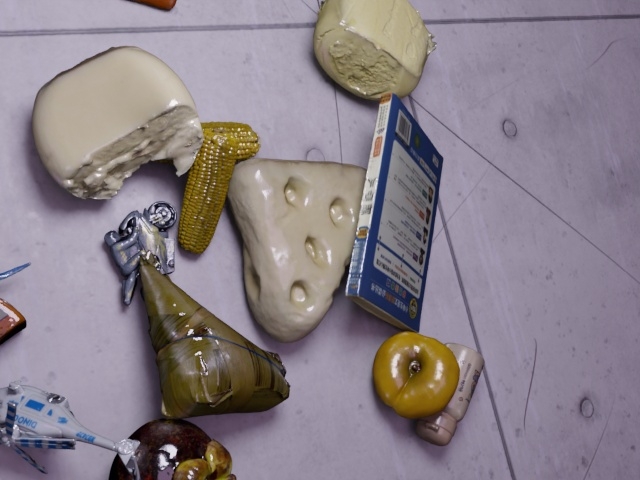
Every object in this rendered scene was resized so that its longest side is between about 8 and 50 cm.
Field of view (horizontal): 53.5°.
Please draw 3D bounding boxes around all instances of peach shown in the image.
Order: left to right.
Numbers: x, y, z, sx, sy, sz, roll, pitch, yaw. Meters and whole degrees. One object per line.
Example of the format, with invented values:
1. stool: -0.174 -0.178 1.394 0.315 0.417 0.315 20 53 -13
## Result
1. peach: 0.190 0.272 1.288 0.179 0.103 0.179 -6 61 12

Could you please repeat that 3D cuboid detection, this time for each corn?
1. corn: -0.220 -0.185 1.200 0.238 0.080 0.080 -7 83 -31
2. corn: -0.210 -0.090 1.151 0.080 0.080 0.231 12 104 -26

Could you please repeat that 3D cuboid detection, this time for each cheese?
1. cheese: -0.342 -0.194 1.068 0.266 0.127 0.233 -31 79 -7
2. cheese: 0.000 0.000 1.253 0.328 0.129 0.351 -13 90 -34

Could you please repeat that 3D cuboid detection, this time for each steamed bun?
1. steamed bun: 0.108 -0.433 1.381 0.272 0.166 0.232 27 56 -27

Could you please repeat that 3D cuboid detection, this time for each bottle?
1. bottle: 0.271 0.333 1.354 0.209 0.097 0.110 -62 152 -22

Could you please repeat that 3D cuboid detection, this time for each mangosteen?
1. mangosteen: -0.223 0.383 1.005 0.192 0.217 0.192 13 74 -54

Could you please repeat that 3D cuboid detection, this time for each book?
1. book: 0.167 -0.046 1.321 0.300 0.039 0.428 36 60 -52

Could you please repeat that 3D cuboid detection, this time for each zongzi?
1. zongzi: -0.188 0.165 1.122 0.260 0.123 0.289 15 48 -53

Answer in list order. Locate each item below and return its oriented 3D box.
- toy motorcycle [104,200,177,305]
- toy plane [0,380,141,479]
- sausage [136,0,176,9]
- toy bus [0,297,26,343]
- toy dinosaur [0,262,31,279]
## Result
1. toy motorcycle: -0.318 0.019 1.117 0.124 0.061 0.194 7 77 -24
2. toy plane: -0.386 0.273 0.950 0.107 0.273 0.182 -65 147 -50
3. sausage: -0.339 -0.477 1.217 0.131 0.039 0.041 8 74 -26
4. toy bus: -0.614 0.225 0.899 0.409 0.093 0.092 -42 98 -29
5. toy dinosaur: -0.622 0.062 0.939 0.328 0.076 0.145 14 67 -14
